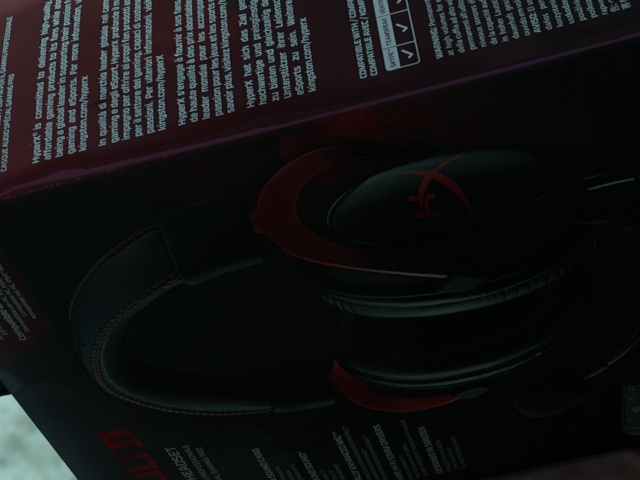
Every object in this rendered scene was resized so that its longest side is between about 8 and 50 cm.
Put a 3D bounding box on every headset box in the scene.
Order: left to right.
[{"bbox_3d":[0.000,0.000,0.488,0.293,0.218,0.110,-13,47,7],"label":"headset box"}]
